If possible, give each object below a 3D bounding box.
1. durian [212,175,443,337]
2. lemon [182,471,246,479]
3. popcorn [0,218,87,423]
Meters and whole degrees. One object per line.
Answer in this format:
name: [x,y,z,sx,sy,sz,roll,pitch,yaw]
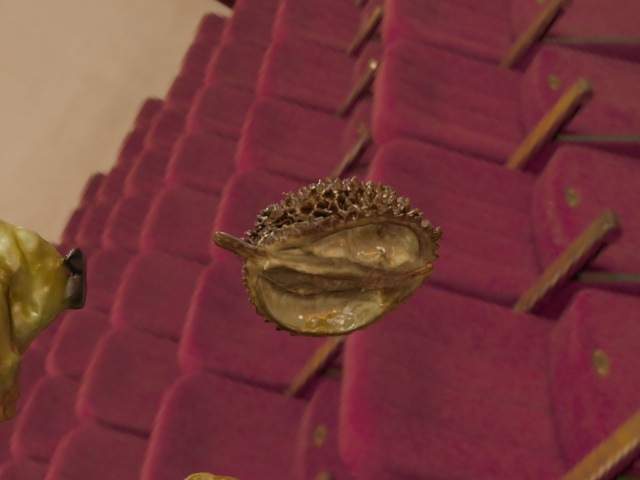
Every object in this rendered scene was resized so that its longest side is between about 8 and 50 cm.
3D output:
durian: [0.000,0.000,0.920,0.148,0.189,0.091,-62,36,38]
lemon: [-0.085,0.330,0.992,0.319,0.245,0.245,96,-167,-57]
popcorn: [-0.384,0.062,1.047,0.293,0.237,0.292,5,-90,-80]
